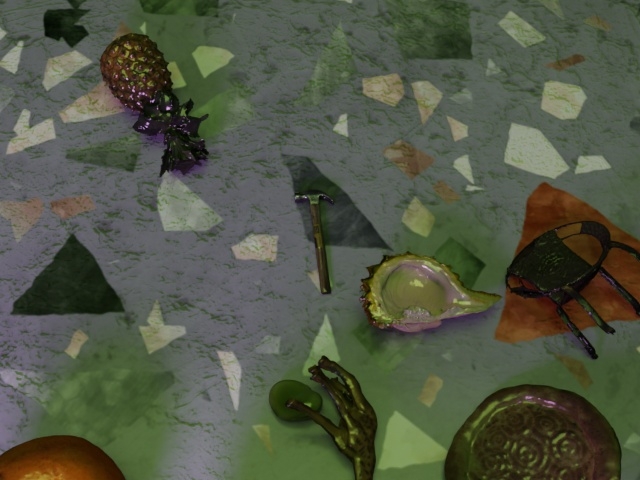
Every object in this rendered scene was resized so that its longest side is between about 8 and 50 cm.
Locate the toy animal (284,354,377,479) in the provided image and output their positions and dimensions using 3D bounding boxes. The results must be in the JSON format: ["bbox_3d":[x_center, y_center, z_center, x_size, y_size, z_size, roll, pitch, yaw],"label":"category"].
[{"bbox_3d":[0.041,0.296,1.563,0.054,0.149,0.276,-31,76,36],"label":"toy animal"}]

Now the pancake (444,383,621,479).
[{"bbox_3d":[0.299,0.308,1.545,0.250,0.031,0.250,-13,49,16],"label":"pancake"}]

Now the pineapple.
[{"bbox_3d":[-0.267,-0.223,1.805,0.125,0.125,0.251,-28,74,-11],"label":"pineapple"}]

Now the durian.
[{"bbox_3d":[0.164,0.092,1.669,0.224,0.078,0.140,6,53,-7],"label":"durian"}]

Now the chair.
[{"bbox_3d":[0.389,0.055,1.643,0.174,0.149,0.213,-41,67,-14],"label":"chair"}]

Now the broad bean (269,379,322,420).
[{"bbox_3d":[-0.038,0.240,1.622,0.083,0.045,0.063,15,65,17],"label":"broad bean"}]

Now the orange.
[{"bbox_3d":[-0.369,0.380,1.499,0.224,0.170,0.224,5,75,-17],"label":"orange"}]

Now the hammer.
[{"bbox_3d":[0.000,0.000,1.744,0.062,0.017,0.182,-8,67,-2],"label":"hammer"}]
